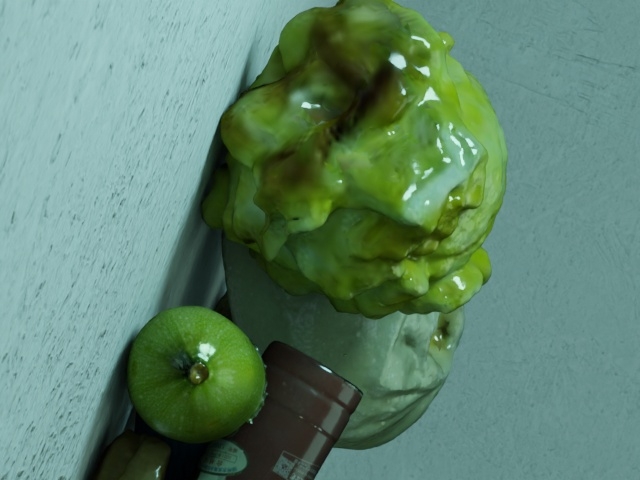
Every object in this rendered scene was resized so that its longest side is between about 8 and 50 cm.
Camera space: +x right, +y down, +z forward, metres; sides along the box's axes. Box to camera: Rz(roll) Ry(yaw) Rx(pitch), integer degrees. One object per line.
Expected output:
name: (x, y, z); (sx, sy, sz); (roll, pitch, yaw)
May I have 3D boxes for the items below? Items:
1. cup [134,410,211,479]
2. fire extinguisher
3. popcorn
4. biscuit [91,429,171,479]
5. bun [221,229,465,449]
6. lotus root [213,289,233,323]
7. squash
cup: (-0.133, 0.208, 1.641); (0.176, 0.131, 0.155); (49, -36, 47)
fire extinguisher: (-0.092, 0.256, 1.491); (0.344, 0.102, 0.138); (-59, 163, -10)
popcorn: (0.032, -0.069, 1.562); (0.312, 0.312, 0.312); (20, 90, -88)
biscuit: (-0.222, 0.355, 1.369); (0.394, 0.076, 0.368); (-73, -179, -59)
bun: (0.039, 0.053, 1.824); (0.365, 0.219, 0.365); (-10, 90, -73)
lotus root: (-0.088, 0.153, 2.104); (0.278, 0.154, 0.154); (-62, 172, -45)
squash: (-0.109, 0.114, 1.396); (0.186, 0.123, 0.123); (83, 27, -83)
